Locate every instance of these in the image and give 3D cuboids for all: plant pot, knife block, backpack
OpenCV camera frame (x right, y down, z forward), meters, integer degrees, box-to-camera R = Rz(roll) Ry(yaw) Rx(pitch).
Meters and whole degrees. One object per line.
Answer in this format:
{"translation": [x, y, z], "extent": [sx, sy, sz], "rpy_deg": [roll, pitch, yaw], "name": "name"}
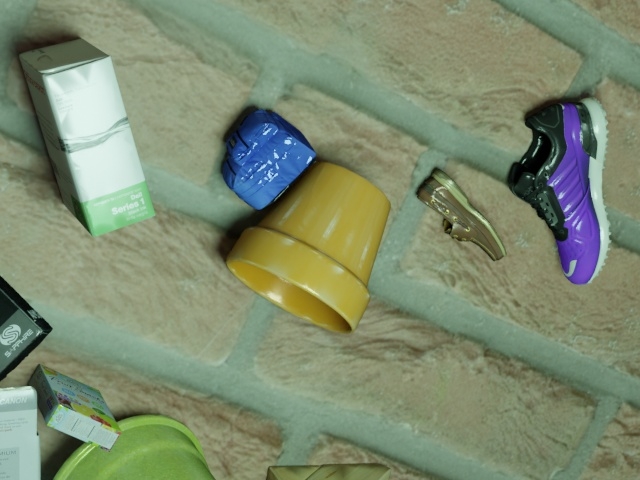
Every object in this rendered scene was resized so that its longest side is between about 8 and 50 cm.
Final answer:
{"translation": [0.000, 0.000, 1.845], "extent": [0.205, 0.205, 0.188], "rpy_deg": [36, 74, -28], "name": "plant pot"}
{"translation": [0.016, 0.423, 1.949], "extent": [0.276, 0.242, 0.088], "rpy_deg": [3, 106, -24], "name": "knife block"}
{"translation": [-0.083, -0.113, 1.818], "extent": [0.101, 0.098, 0.120], "rpy_deg": [36, 103, -24], "name": "backpack"}
{"translation": [-0.207, 0.419, 1.805], "extent": [0.276, 0.254, 0.276], "rpy_deg": [-19, 123, -33], "name": "plant pot"}

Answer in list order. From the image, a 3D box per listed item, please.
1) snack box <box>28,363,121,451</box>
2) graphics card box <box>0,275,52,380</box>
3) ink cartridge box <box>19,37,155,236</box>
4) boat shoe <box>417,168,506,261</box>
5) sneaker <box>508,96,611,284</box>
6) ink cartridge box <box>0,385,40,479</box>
{"translation": [-0.336, 0.227, 1.792], "extent": [0.100, 0.141, 0.037], "rpy_deg": [31, 94, -28], "name": "snack box"}
{"translation": [-0.539, 0.060, 1.597], "extent": [0.371, 0.094, 0.233], "rpy_deg": [44, 85, 1], "name": "graphics card box"}
{"translation": [-0.300, -0.136, 1.680], "extent": [0.093, 0.160, 0.219], "rpy_deg": [-20, 114, -17], "name": "ink cartridge box"}
{"translation": [0.213, -0.029, 1.991], "extent": [0.060, 0.064, 0.178], "rpy_deg": [-43, 111, 1], "name": "boat shoe"}
{"translation": [0.358, -0.070, 2.023], "extent": [0.146, 0.102, 0.293], "rpy_deg": [-8, 105, -16], "name": "sneaker"}
{"translation": [-0.535, 0.310, 1.742], "extent": [0.310, 0.130, 0.271], "rpy_deg": [-2, 106, -23], "name": "ink cartridge box"}
